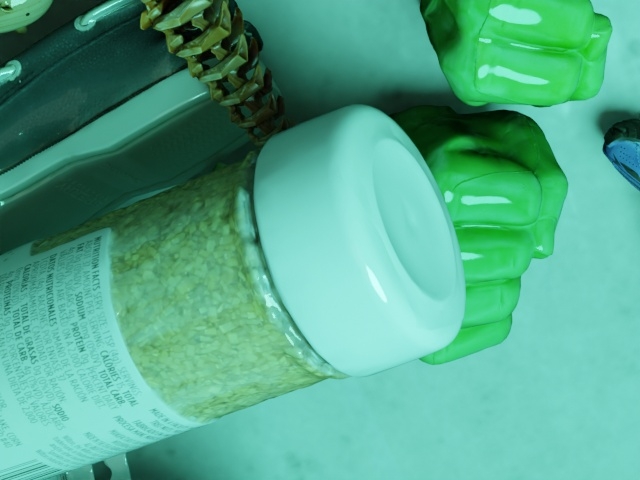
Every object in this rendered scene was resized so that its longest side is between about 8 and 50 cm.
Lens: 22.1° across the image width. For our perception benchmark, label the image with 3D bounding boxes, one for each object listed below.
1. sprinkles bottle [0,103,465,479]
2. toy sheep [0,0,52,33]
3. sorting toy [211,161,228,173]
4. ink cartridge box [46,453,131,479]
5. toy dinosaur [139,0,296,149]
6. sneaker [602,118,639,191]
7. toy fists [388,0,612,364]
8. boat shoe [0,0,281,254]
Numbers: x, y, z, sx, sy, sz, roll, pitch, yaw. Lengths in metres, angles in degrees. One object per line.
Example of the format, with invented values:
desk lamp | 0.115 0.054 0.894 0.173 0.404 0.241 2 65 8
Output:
sprinkles bottle | -0.109 0.049 0.813 0.355 0.121 0.121 -21 109 24
toy sheep | -0.203 -0.147 0.860 0.132 0.091 0.091 20 109 7
sorting toy | -0.041 -0.018 0.920 0.062 0.012 0.083 -48 141 16
ink cartridge box | -0.205 0.157 0.965 0.180 0.060 0.104 -12 92 3
toy dinosaur | -0.057 -0.215 0.808 0.218 0.164 0.322 -14 112 11
sneaker | 0.226 0.024 0.931 0.087 0.083 0.221 -36 104 16
toy fists | 0.087 -0.070 0.860 0.096 0.142 0.279 12 109 -5
boat shoe | -0.168 -0.046 0.891 0.302 0.114 0.091 -25 68 4
